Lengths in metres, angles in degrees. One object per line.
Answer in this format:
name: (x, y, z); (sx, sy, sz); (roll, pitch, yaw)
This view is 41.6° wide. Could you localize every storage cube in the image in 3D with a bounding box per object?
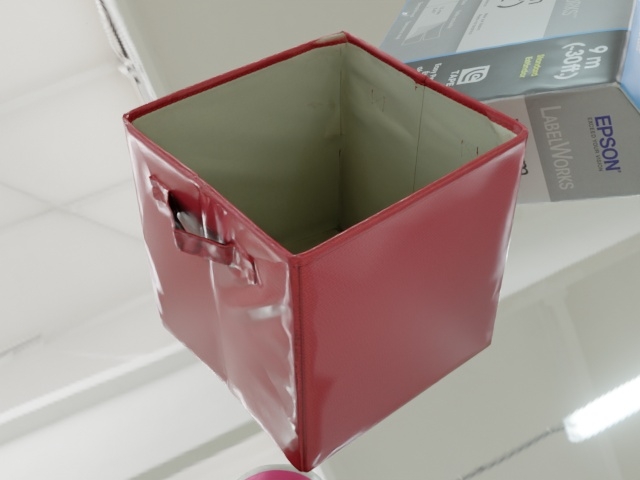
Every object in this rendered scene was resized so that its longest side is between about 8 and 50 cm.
storage cube: (0.000, 0.000, 0.578); (0.215, 0.183, 0.193); (-29, -42, -29)

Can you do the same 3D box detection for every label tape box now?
label tape box: (0.215, -0.144, 0.725); (0.347, 0.249, 0.115); (-5, -54, 30)

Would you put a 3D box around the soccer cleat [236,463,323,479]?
soccer cleat: (-0.037, 0.302, 0.627); (0.116, 0.143, 0.331); (4, -78, 4)
